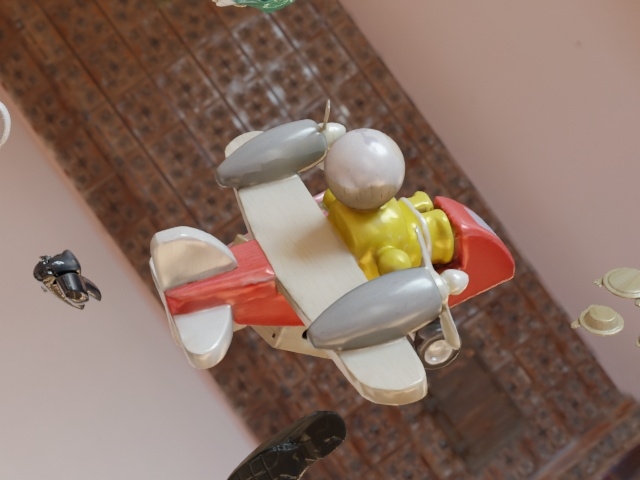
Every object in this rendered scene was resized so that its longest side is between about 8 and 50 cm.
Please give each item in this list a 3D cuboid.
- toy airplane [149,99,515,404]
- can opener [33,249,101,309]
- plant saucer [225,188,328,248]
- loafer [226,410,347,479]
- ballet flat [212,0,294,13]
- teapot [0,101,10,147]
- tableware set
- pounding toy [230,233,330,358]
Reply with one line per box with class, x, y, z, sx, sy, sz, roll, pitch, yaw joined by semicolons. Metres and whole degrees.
toy airplane;0.000;0.000;1.288;0.384;0.386;0.272;-42;-28;-56
can opener;-0.325;0.060;1.521;0.059;0.073;0.186;-15;-13;-4
plant saucer;-0.056;-0.004;2.209;0.332;0.084;0.332;-28;-2;-1
loafer;-0.047;0.268;1.461;0.170;0.062;0.061;-28;11;-19
ballet flat;-0.106;-0.354;1.650;0.087;0.083;0.247;-26;-5;20
teapot;-0.749;-0.279;2.240;0.187;0.252;0.256;-47;-36;15
tableware set;0.407;0.093;1.481;0.141;0.168;0.020;-35;-42;-39
pounding toy;-0.077;0.076;1.664;0.181;0.206;0.094;16;-74;-41
